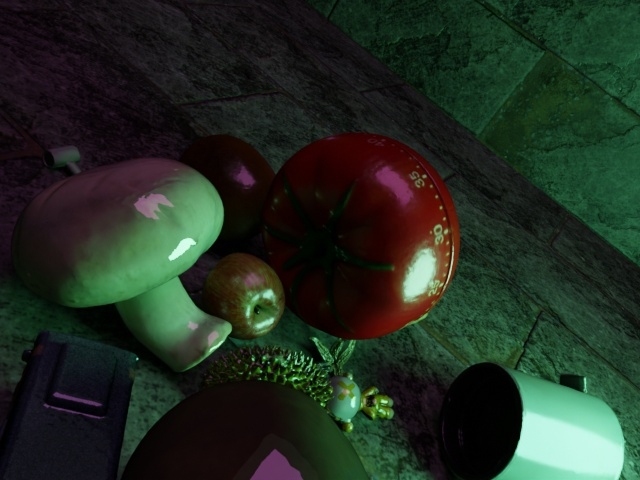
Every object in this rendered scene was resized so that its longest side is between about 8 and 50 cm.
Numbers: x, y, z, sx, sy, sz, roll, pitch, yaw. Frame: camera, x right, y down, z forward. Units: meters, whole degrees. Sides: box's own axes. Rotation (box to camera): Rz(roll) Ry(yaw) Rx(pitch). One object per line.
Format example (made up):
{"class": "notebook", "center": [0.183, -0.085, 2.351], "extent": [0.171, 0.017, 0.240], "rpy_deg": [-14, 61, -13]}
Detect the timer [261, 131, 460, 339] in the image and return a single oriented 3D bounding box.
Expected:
{"class": "timer", "center": [0.072, -0.011, 1.162], "extent": [0.279, 0.378, 0.378], "rpy_deg": [-20, 60, -45]}

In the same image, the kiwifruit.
{"class": "kiwifruit", "center": [-0.187, -0.103, 1.284], "extent": [0.195, 0.196, 0.234], "rpy_deg": [-6, 53, -48]}

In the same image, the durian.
{"class": "durian", "center": [-0.077, 0.214, 1.013], "extent": [0.220, 0.096, 0.137], "rpy_deg": [14, 39, -15]}

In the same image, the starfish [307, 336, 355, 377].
{"class": "starfish", "center": [0.025, 0.236, 1.171], "extent": [0.133, 0.041, 0.131], "rpy_deg": [-13, 72, -30]}

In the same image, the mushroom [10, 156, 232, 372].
{"class": "mushroom", "center": [-0.276, 0.001, 0.947], "extent": [0.355, 0.315, 0.315], "rpy_deg": [30, 29, 16]}

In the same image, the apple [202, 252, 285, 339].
{"class": "apple", "center": [-0.138, 0.096, 1.103], "extent": [0.146, 0.147, 0.131], "rpy_deg": [-3, 27, -46]}

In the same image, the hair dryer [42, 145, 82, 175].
{"class": "hair dryer", "center": [-0.472, -0.128, 1.200], "extent": [0.124, 0.038, 0.063], "rpy_deg": [49, 35, 10]}

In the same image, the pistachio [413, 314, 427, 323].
{"class": "pistachio", "center": [0.154, 0.112, 1.383], "extent": [0.200, 0.117, 0.145], "rpy_deg": [23, 47, -7]}

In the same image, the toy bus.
{"class": "toy bus", "center": [-0.303, 0.249, 0.708], "extent": [0.138, 0.167, 0.275], "rpy_deg": [21, 33, -22]}

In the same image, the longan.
{"class": "longan", "center": [-0.087, 0.320, 0.709], "extent": [0.318, 0.319, 0.319], "rpy_deg": [25, 32, -17]}

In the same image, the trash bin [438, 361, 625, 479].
{"class": "trash bin", "center": [0.389, 0.363, 1.168], "extent": [0.262, 0.217, 0.278], "rpy_deg": [22, 73, -23]}

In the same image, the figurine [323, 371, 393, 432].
{"class": "figurine", "center": [0.063, 0.288, 1.103], "extent": [0.143, 0.068, 0.101], "rpy_deg": [37, 48, -6]}
